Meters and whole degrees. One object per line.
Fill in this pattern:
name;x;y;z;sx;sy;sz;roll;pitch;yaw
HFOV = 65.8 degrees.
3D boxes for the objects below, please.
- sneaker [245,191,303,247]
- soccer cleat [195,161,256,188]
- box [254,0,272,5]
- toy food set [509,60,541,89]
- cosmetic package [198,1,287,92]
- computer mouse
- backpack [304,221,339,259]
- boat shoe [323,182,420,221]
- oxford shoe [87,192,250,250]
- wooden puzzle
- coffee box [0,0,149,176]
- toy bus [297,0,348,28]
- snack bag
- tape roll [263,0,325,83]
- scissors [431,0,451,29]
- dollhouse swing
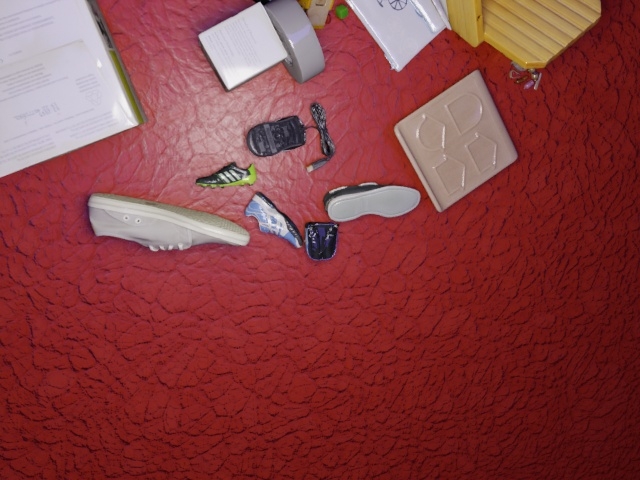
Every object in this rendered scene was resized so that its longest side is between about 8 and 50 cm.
sneaker;-0.138;-0.050;1.504;0.081;0.080;0.211;-44;99;7
soccer cleat;-0.276;-0.191;1.447;0.178;0.060;0.073;-7;95;-18
box;-0.172;-0.738;1.318;0.158;0.093;0.156;24;97;-18
toy food set;0.663;-0.532;1.601;0.122;0.019;0.078;12;100;-16
cosmetic package;-0.210;-0.512;1.331;0.183;0.151;0.152;-31;108;-5
computer mouse;-0.085;-0.281;1.468;0.261;0.060;0.184;-26;104;-18
backpack;0.000;0.000;1.538;0.104;0.084;0.115;0;98;-13
boat shoe;0.158;-0.133;1.540;0.302;0.091;0.115;-4;124;-14
oxford shoe;-0.424;-0.030;1.392;0.448;0.169;0.130;11;98;-8
wooden puzzle;0.428;-0.312;1.573;0.347;0.080;0.322;-36;109;-8
coffee box;-0.641;-0.378;1.165;0.337;0.334;0.338;-23;109;-8
toy bus;-0.022;-0.674;1.360;0.202;0.104;0.191;-42;152;1
snack bag;0.252;-0.731;1.448;0.342;0.037;0.323;-43;109;0
tape roll;-0.073;-0.535;1.322;0.072;0.219;0.219;-31;108;-5
scissors;0.310;-0.751;1.427;0.297;0.021;0.109;38;90;-18
dollhouse swing;0.575;-0.714;1.357;0.346;0.305;0.315;-39;142;-6
